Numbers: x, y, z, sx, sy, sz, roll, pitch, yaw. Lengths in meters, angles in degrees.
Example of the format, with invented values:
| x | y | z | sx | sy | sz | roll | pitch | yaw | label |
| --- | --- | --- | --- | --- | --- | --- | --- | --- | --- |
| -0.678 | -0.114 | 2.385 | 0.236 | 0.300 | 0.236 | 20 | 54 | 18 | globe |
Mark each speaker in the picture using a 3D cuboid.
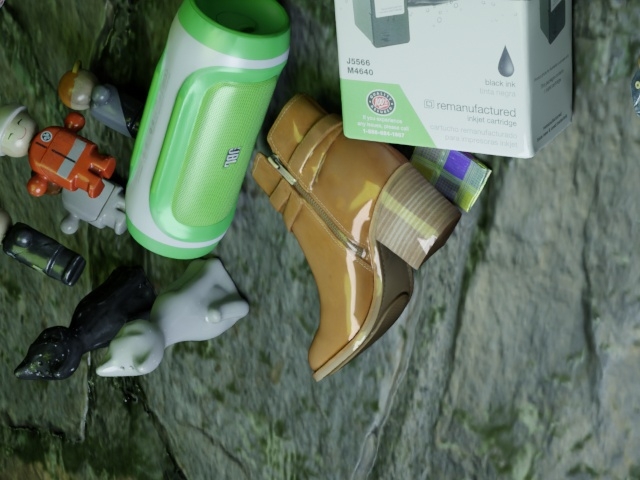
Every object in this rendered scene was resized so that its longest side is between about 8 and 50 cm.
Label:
| x | y | z | sx | sy | sz | roll | pitch | yaw | label |
| --- | --- | --- | --- | --- | --- | --- | --- | --- | --- |
| -0.125 | -0.124 | 1.428 | 0.131 | 0.131 | 0.296 | 33 | 128 | 15 | speaker |

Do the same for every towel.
| x | y | z | sx | sy | sz | roll | pitch | yaw | label |
| --- | --- | --- | --- | --- | --- | --- | --- | --- | --- |
| 0.129 | -0.072 | 1.362 | 0.083 | 0.009 | 0.060 | 35 | 127 | 14 | towel |

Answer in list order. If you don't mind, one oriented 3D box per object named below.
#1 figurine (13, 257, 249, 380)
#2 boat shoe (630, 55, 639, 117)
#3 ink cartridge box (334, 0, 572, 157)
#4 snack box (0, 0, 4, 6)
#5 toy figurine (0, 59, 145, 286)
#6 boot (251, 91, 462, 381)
| x | y | z | sx | sy | sz | roll | pitch | yaw | label |
| --- | --- | --- | --- | --- | --- | --- | --- | --- | --- |
| -0.223 | 0.106 | 1.558 | 0.215 | 0.209 | 0.092 | -7 | 109 | 36 | figurine |
| 0.304 | -0.165 | 1.162 | 0.083 | 0.065 | 0.183 | -13 | 106 | 36 | boat shoe |
| 0.120 | -0.229 | 1.219 | 0.198 | 0.115 | 0.272 | 9 | 118 | 30 | ink cartridge box |
| -0.424 | -0.288 | 1.611 | 0.064 | 0.022 | 0.178 | 47 | 130 | 4 | snack box |
| -0.293 | -0.079 | 1.509 | 0.148 | 0.209 | 0.213 | 27 | 127 | 6 | toy figurine |
| 0.000 | 0.000 | 1.422 | 0.220 | 0.109 | 0.283 | 39 | 131 | 13 | boot |
